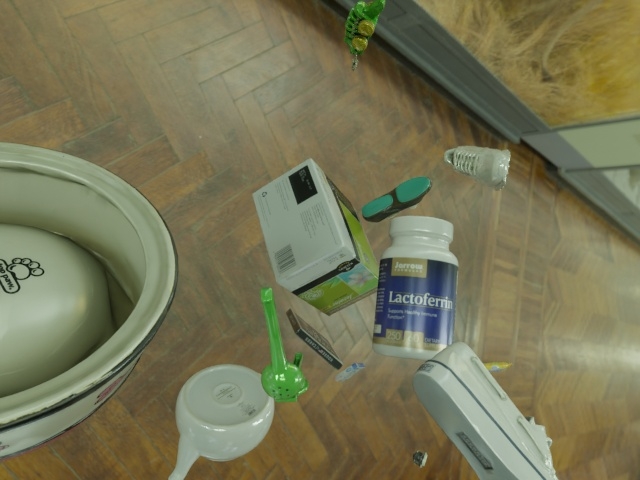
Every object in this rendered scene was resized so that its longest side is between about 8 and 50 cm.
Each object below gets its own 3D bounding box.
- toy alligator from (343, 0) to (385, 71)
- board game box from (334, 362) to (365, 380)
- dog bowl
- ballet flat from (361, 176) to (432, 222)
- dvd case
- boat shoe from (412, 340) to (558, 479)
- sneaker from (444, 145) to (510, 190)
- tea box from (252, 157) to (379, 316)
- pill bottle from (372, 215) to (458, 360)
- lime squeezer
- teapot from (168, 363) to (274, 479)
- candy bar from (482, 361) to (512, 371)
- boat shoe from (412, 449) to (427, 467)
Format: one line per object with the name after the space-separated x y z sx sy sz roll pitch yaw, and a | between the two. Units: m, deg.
0.066 -0.380 0.899 0.051 0.190 0.056 21 70 -6 | toy alligator
0.100 0.449 1.667 0.090 0.020 0.090 -37 155 9 | board game box
-0.383 0.065 0.562 0.408 0.408 0.150 -24 149 -41 | dog bowl
0.279 -0.141 1.736 0.096 0.280 0.095 33 42 -48 | ballet flat
-0.024 0.306 1.544 0.179 0.238 0.029 42 87 -12 | dvd case
0.213 0.227 0.535 0.084 0.095 0.258 -32 83 -27 | boat shoe
0.340 -0.165 1.067 0.094 0.235 0.090 11 102 -3 | sneaker
0.000 0.000 1.452 0.323 0.220 0.329 41 25 -51 | tea box
0.186 0.094 0.949 0.153 0.153 0.265 16 75 -43 | pill bottle
-0.055 0.178 0.697 0.310 0.059 0.110 77 -7 -62 | lime squeezer
-0.233 0.443 1.208 0.256 0.252 0.187 2 117 -12 | teapot
0.409 0.306 1.170 0.161 0.040 0.018 12 44 -45 | candy bar
0.291 0.644 1.445 0.125 0.038 0.046 67 45 -67 | boat shoe
